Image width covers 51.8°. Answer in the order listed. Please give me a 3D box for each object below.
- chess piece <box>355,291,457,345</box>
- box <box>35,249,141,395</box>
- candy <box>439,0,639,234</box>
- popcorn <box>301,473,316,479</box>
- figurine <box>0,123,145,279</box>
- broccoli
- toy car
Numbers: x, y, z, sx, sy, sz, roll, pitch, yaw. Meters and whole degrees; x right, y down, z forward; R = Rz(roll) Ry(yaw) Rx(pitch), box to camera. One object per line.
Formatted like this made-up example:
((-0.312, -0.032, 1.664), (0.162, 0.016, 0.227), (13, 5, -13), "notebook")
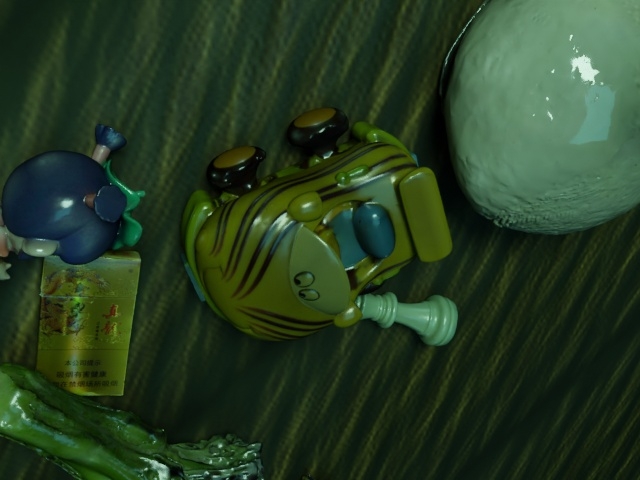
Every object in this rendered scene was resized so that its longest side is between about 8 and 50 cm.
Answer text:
((0.078, 0.077, 0.739), (0.149, 0.059, 0.059), (16, 108, -21), "chess piece")
((-0.226, 0.081, 0.634), (0.089, 0.022, 0.156), (5, 113, -25), "box")
((0.255, -0.131, 0.629), (0.295, 0.185, 0.296), (-6, 112, -15), "candy")
((-0.006, 0.326, 0.816), (0.084, 0.084, 0.084), (-9, 118, -18), "popcorn")
((-0.238, -0.013, 0.532), (0.194, 0.111, 0.102), (-19, 141, -13), "figurine")
((-0.189, 0.211, 0.639), (0.145, 0.165, 0.304), (-44, 119, 11), "broccoli")
((0.000, 0.000, 0.613), (0.247, 0.142, 0.201), (-28, 121, -9), "toy car")
